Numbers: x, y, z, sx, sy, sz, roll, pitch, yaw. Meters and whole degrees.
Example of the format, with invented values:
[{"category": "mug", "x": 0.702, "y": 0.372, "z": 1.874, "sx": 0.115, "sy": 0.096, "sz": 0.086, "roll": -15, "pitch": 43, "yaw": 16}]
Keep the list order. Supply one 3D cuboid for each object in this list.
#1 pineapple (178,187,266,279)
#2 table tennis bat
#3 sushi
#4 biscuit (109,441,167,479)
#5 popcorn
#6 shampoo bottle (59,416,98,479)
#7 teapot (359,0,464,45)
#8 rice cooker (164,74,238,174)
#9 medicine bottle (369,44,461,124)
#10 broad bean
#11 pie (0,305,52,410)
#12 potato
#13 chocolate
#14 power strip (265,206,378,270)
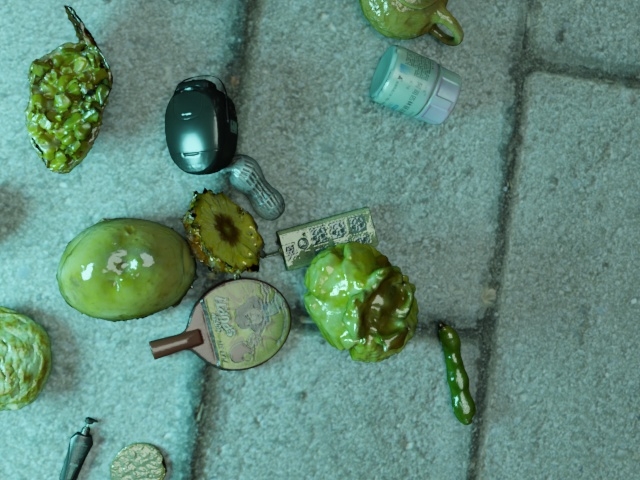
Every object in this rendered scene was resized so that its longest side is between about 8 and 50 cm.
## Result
[{"category": "pineapple", "x": -0.207, "y": -0.007, "z": 1.522, "sx": 0.076, "sy": 0.225, "sz": 0.225, "roll": -35, "pitch": 102, "yaw": 30}, {"category": "table tennis bat", "x": -0.212, "y": 0.192, "z": 1.590, "sx": 0.310, "sy": 0.038, "sz": 0.200, "roll": -16, "pitch": 95, "yaw": -16}, {"category": "sushi", "x": -0.486, "y": -0.281, "z": 1.432, "sx": 0.167, "sy": 0.179, "sz": 0.296, "roll": 28, "pitch": 84, "yaw": -8}, {"category": "biscuit", "x": -0.386, "y": 0.486, "z": 1.564, "sx": 0.120, "sy": 0.015, "sz": 0.120, "roll": -1, "pitch": 93, "yaw": -14}, {"category": "popcorn", "x": 0.089, "y": 0.132, "z": 1.558, "sx": 0.224, "sy": 0.258, "sz": 0.270, "roll": -38, "pitch": 63, "yaw": 1}, {"category": "shampoo bottle", "x": -0.500, "y": 0.433, "z": 1.528, "sx": 0.048, "sy": 0.027, "sz": 0.137, "roll": 21, "pitch": 87, "yaw": -20}, {"category": "teapot", "x": 0.200, "y": -0.538, "z": 1.596, "sx": 0.311, "sy": 0.167, "sz": 0.203, "roll": 44, "pitch": 81, "yaw": -12}, {"category": "rice cooker", "x": -0.241, "y": -0.233, "z": 1.510, "sx": 0.142, "sy": 0.118, "sz": 0.203, "roll": 0, "pitch": 89, "yaw": 23}, {"category": "medicine bottle", "x": 0.209, "y": -0.340, "z": 1.624, "sx": 0.168, "sy": 0.135, "sz": 0.135, "roll": 19, "pitch": 87, "yaw": -15}, {"category": "broad bean", "x": 0.316, "y": 0.306, "z": 1.714, "sx": 0.052, "sy": 0.053, "sz": 0.256, "roll": -11, "pitch": 95, "yaw": 25}, {"category": "pie", "x": -0.654, "y": 0.229, "z": 1.450, "sx": 0.248, "sy": 0.090, "sz": 0.201, "roll": 13, "pitch": 72, "yaw": -16}, {"category": "potato", "x": -0.379, "y": 0.053, "z": 1.454, "sx": 0.285, "sy": 0.242, "sz": 0.242, "roll": 7, "pitch": 90, "yaw": -11}, {"category": "chocolate", "x": -0.139, "y": -0.115, "z": 1.576, "sx": 0.072, "sy": 0.072, "sz": 0.167, "roll": -40, "pitch": 100, "yaw": -10}, {"category": "power strip", "x": 0.000, "y": 0.000, "z": 1.633, "sx": 0.268, "sy": 0.034, "sz": 0.092, "roll": -16, "pitch": 96, "yaw": -13}]
